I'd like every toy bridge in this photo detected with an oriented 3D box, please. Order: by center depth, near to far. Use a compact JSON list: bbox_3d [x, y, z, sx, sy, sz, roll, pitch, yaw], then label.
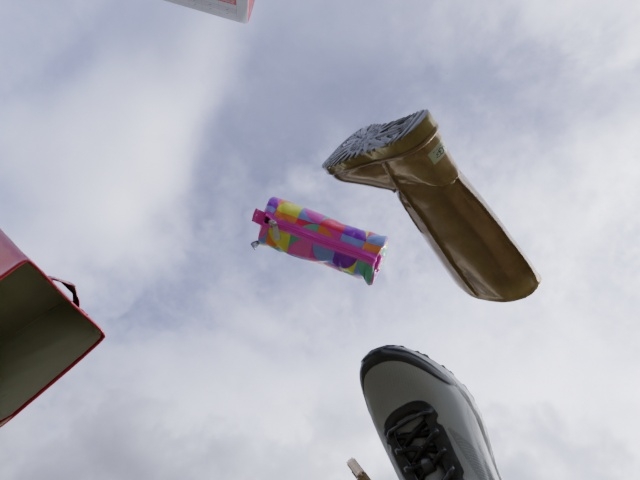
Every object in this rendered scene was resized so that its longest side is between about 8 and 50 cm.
[{"bbox_3d":[0.088,0.547,1.130,0.026,0.188,0.063,-36,-107,-14],"label":"toy bridge"}]

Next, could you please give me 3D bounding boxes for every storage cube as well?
[{"bbox_3d":[-0.476,0.113,0.693,0.193,0.215,0.184,24,-32,39],"label":"storage cube"}]

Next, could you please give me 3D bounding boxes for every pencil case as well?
[{"bbox_3d":[0.000,0.000,0.836,0.236,0.104,0.104,18,-68,5],"label":"pencil case"}]

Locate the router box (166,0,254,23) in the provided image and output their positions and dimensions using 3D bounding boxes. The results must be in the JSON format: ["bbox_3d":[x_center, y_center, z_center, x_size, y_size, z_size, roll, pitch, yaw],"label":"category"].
[{"bbox_3d":[-0.221,-0.366,0.462,0.335,0.301,0.082,13,-95,-10],"label":"router box"}]

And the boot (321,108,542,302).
[{"bbox_3d":[0.140,-0.034,0.662,0.089,0.236,0.269,-46,-69,-15],"label":"boot"}]

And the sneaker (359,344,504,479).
[{"bbox_3d":[0.120,0.220,0.444,0.100,0.108,0.271,-37,-112,17],"label":"sneaker"}]
